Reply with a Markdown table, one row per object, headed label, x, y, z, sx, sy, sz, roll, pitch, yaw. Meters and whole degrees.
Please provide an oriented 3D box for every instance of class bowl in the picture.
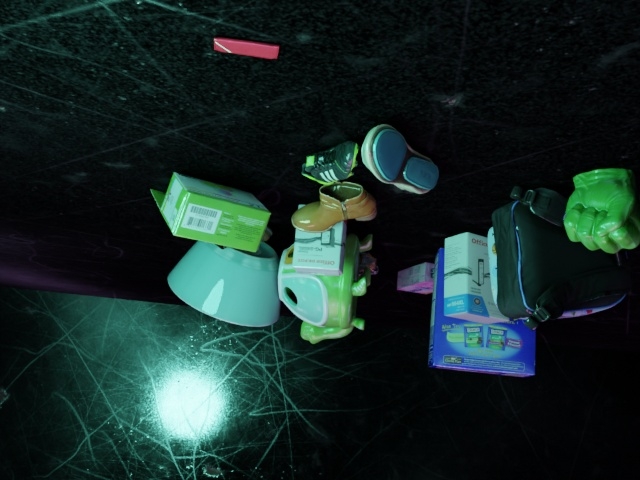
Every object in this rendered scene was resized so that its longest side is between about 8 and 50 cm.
| label | x | y | z | sx | sy | sz | roll | pitch | yaw |
| --- | --- | --- | --- | --- | --- | --- | --- | --- | --- |
| bowl | -0.226 | 0.078 | 1.774 | 0.312 | 0.163 | 0.311 | 21 | -165 | -6 |

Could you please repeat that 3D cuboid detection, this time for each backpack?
| label | x | y | z | sx | sy | sz | roll | pitch | yaw |
| --- | --- | --- | --- | --- | --- | --- | --- | --- | --- |
| backpack | 0.477 | 0.044 | 1.363 | 0.264 | 0.276 | 0.213 | 1 | 172 | -12 |

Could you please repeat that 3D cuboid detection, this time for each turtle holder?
| label | x | y | z | sx | sy | sz | roll | pitch | yaw |
| --- | --- | --- | --- | --- | --- | --- | --- | --- | --- |
| turtle holder | 0.014 | 0.116 | 1.781 | 0.228 | 0.243 | 0.320 | 5 | 154 | 6 |

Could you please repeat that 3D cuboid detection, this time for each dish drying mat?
| label | x | y | z | sx | sy | sz | roll | pitch | yaw |
| --- | --- | --- | --- | --- | --- | --- | --- | --- | --- |
| dish drying mat | -0.096 | -0.250 | 0.880 | 0.084 | 0.008 | 0.032 | 7 | 165 | -7 |

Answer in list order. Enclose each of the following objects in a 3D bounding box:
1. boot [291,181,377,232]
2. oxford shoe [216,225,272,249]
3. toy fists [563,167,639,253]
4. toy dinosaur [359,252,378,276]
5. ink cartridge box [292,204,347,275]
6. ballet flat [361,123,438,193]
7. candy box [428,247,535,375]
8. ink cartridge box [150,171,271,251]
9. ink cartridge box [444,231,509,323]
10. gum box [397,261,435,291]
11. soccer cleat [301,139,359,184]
| label | x | y | z | sx | sy | sz | roll | pitch | yaw |
| --- | --- | --- | --- | --- | --- | --- | --- | --- | --- |
| boot | 0.016 | -0.076 | 1.412 | 0.197 | 0.072 | 0.152 | -11 | 164 | 12 |
| oxford shoe | -0.221 | -0.018 | 1.669 | 0.227 | 0.096 | 0.083 | 12 | 163 | -33 |
| toy fists | 0.544 | -0.058 | 1.138 | 0.279 | 0.142 | 0.096 | -9 | 160 | 44 |
| toy dinosaur | 0.011 | 0.080 | 1.970 | 0.322 | 0.164 | 0.218 | 18 | 158 | 28 |
| ink cartridge box | 0.000 | 0.000 | 1.544 | 0.109 | 0.150 | 0.063 | 3 | 166 | 9 |
| ballet flat | 0.116 | -0.134 | 1.138 | 0.086 | 0.086 | 0.248 | -3 | 164 | 31 |
| candy box | 0.434 | 0.193 | 1.816 | 0.269 | 0.316 | 0.122 | 6 | 167 | 1 |
| ink cartridge box | -0.245 | -0.083 | 1.455 | 0.189 | 0.096 | 0.255 | 13 | -162 | -31 |
| ink cartridge box | 0.388 | 0.094 | 1.678 | 0.148 | 0.203 | 0.086 | 13 | 162 | -29 |
| gum box | 0.325 | 0.117 | 2.071 | 0.107 | 0.062 | 0.188 | 10 | 165 | -19 |
| soccer cleat | 0.015 | -0.135 | 1.195 | 0.073 | 0.060 | 0.179 | 11 | 168 | -16 |
